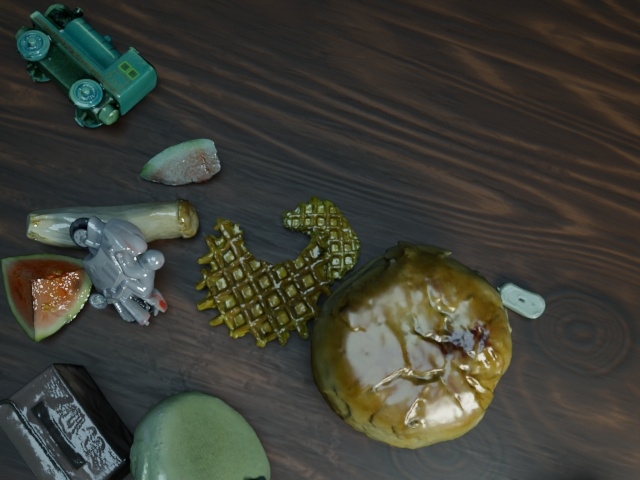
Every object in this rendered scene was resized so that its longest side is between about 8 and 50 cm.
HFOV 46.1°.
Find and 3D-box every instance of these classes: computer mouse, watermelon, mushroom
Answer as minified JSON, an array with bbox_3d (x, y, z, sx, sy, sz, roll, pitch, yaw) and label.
[{"bbox_3d":[0.432,0.130,1.635,0.110,0.032,0.056,27,78,13],"label":"computer mouse"},{"bbox_3d":[-0.303,-0.169,1.639,0.180,0.081,0.094,-5,95,12],"label":"watermelon"},{"bbox_3d":[-0.433,-0.036,1.576,0.351,0.123,0.095,-5,68,-9],"label":"mushroom"},{"bbox_3d":[-0.558,0.096,1.563,0.145,0.137,0.193,-19,78,-42],"label":"watermelon"}]

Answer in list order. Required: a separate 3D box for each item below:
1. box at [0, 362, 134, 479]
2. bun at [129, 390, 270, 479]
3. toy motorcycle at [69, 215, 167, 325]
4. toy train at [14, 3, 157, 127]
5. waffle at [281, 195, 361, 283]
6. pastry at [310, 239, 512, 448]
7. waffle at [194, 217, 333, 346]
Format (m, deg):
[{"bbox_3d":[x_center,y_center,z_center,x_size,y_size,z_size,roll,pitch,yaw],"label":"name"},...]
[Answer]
[{"bbox_3d":[-0.480,0.378,1.464,0.153,0.188,0.252,-39,81,-7],"label":"box"},{"bbox_3d":[-0.252,0.446,1.450,0.187,0.293,0.293,-44,83,26],"label":"bun"},{"bbox_3d":[-0.391,0.055,1.519,0.171,0.110,0.260,-14,116,21],"label":"toy motorcycle"},{"bbox_3d":[-0.520,-0.390,1.648,0.298,0.120,0.194,42,72,5],"label":"toy train"},{"bbox_3d":[0.001,0.000,1.628,0.149,0.051,0.194,-33,83,-10],"label":"waffle"},{"bbox_3d":[0.174,0.206,1.497,0.409,0.245,0.409,1,80,-6],"label":"pastry"},{"bbox_3d":[-0.119,0.091,1.582,0.293,0.069,0.259,10,87,10],"label":"waffle"}]
